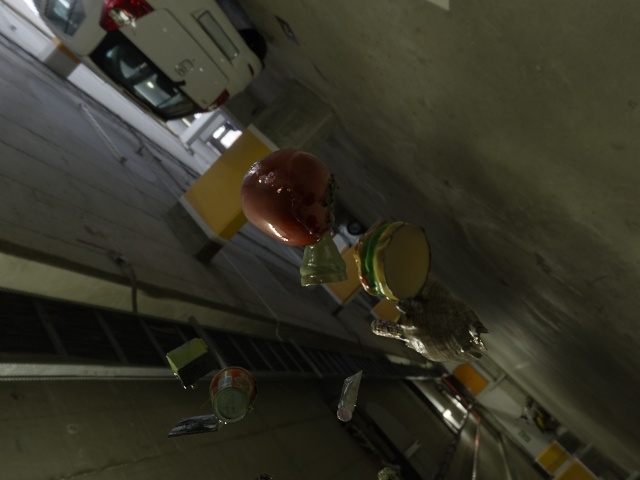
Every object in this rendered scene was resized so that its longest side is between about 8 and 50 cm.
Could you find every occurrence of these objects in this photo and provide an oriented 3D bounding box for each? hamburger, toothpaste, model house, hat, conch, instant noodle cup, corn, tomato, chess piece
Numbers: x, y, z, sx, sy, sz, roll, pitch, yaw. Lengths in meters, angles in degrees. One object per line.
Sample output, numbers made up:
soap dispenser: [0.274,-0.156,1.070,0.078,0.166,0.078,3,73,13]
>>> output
hamburger: [0.188,0.057,1.166,0.149,0.237,0.237,4,150,47]
toothpaste: [0.126,0.654,1.792,0.066,0.100,0.323,55,-166,-2]
model house: [-0.616,0.624,2.061,0.211,0.194,0.170,37,139,37]
hat: [0.249,0.845,1.483,0.077,0.059,0.076,23,-159,-37]
conch: [0.359,0.277,1.351,0.352,0.210,0.297,-133,26,-65]
instant noodle cup: [-0.328,0.588,1.566,0.193,0.193,0.212,44,169,-3]
corn: [0.376,0.469,2.184,0.092,0.092,0.281,43,157,-30]
tomato: [-0.103,-0.138,1.341,0.321,0.321,0.321,44,-178,-2]
chess piece: [0.000,0.000,2.097,0.234,0.234,0.441,31,-128,-82]

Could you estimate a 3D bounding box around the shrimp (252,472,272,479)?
shrimp: [-0.244,0.949,1.617,0.059,0.145,0.254,58,146,22]

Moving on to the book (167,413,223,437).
book: [-0.543,0.827,1.871,0.160,0.228,0.024,-12,-88,-85]

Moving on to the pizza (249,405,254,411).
pizza: [-0.328,0.719,1.766,0.083,0.078,0.025,36,-154,-36]
